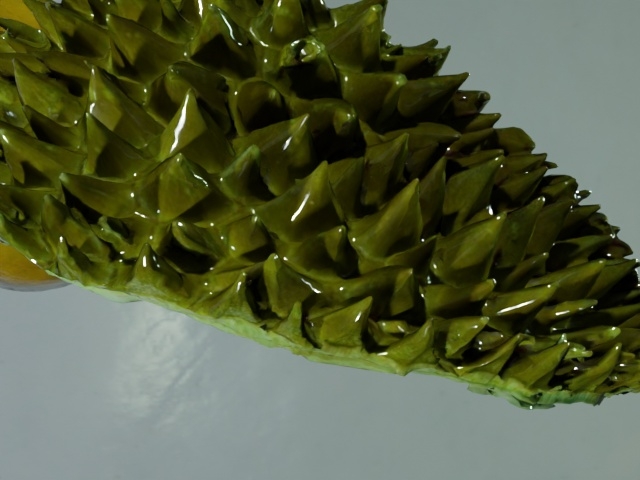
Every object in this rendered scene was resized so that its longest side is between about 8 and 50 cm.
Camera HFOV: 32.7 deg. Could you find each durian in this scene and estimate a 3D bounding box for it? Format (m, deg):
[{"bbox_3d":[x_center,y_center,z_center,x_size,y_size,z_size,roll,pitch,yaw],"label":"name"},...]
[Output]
[{"bbox_3d":[-0.002,0.009,0.487,0.394,0.198,0.163,19,54,-7],"label":"durian"}]

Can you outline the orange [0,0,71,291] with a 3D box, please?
[{"bbox_3d":[-0.278,-0.086,0.975,0.279,0.279,0.235,41,78,-26],"label":"orange"}]
